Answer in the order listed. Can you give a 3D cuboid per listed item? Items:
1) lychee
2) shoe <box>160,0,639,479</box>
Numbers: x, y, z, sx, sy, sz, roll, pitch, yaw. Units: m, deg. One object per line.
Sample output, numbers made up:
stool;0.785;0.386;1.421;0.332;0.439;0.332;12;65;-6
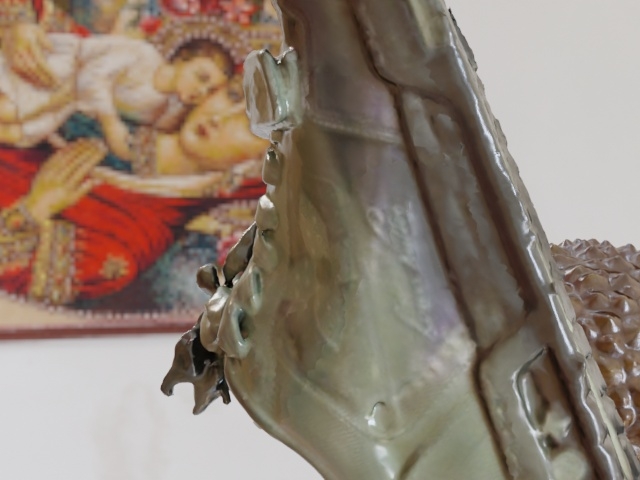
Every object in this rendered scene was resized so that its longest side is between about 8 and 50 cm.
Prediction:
lychee;0.241;0.121;1.096;0.267;0.267;0.267;180;-90;-80
shoe;0.000;0.000;0.456;0.293;0.149;0.109;67;12;5
